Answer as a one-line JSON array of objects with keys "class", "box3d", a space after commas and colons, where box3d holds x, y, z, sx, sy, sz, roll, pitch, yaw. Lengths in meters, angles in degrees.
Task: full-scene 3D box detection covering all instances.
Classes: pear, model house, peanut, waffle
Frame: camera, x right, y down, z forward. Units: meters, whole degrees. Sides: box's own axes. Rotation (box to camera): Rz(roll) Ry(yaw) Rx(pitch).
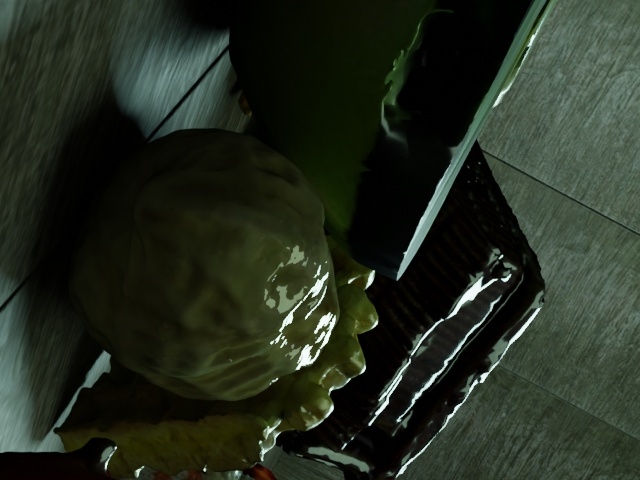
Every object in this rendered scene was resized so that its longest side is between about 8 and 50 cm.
[{"class": "pear", "box3d": [0.064, -0.186, 1.034, 0.399, 0.165, 0.399, -61, 175, -9]}, {"class": "model house", "box3d": [0.000, 0.000, 1.462, 0.317, 0.297, 0.282, -47, 146, 13]}, {"class": "peanut", "box3d": [-0.060, 0.018, 0.996, 0.140, 0.153, 0.325, -64, -178, -9]}, {"class": "waffle", "box3d": [-0.047, 0.062, 1.219, 0.229, 0.057, 0.219, -11, -143, 42]}]

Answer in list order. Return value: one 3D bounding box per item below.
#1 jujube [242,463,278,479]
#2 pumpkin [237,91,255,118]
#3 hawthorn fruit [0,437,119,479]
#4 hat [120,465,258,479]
[{"class": "jujube", "box3d": [-0.119, 0.308, 1.863, 0.197, 0.197, 0.290, -62, -170, 1]}, {"class": "pumpkin", "box3d": [-0.017, -0.122, 1.222, 0.074, 0.054, 0.083, -61, 173, -68]}, {"class": "hawthorn fruit", "box3d": [-0.155, 0.190, 0.962, 0.188, 0.169, 0.169, -59, 175, -15]}, {"class": "hat", "box3d": [-0.101, 0.178, 1.408, 0.112, 0.162, 0.093, -57, 177, -10]}]
